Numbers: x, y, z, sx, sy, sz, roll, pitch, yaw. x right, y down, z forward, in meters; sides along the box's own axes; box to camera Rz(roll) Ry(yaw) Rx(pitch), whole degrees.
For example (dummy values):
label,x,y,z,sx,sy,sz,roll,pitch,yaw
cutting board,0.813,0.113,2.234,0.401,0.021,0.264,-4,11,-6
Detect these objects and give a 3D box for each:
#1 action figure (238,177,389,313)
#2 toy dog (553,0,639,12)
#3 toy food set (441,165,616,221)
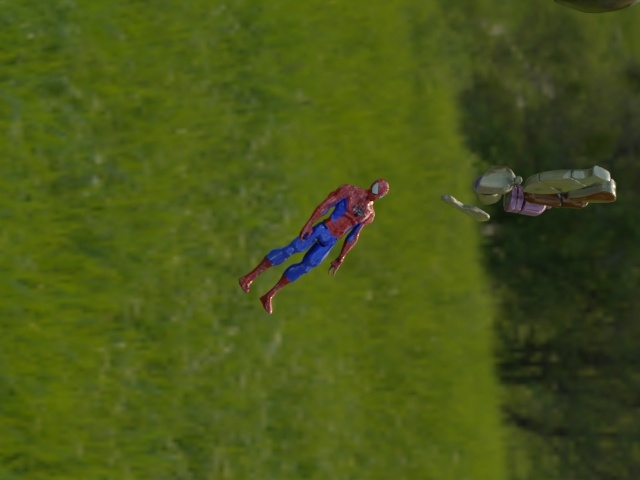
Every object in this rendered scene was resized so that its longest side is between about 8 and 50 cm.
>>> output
label,x,y,z,sx,sy,sz,roll,pitch,yaw
action figure,0.000,0.000,1.085,0.038,0.115,0.030,44,7,-23
toy dog,0.323,-0.318,1.253,0.395,0.408,0.284,-31,100,-57
toy food set,0.147,-0.035,1.128,0.078,0.122,0.019,25,64,-52
